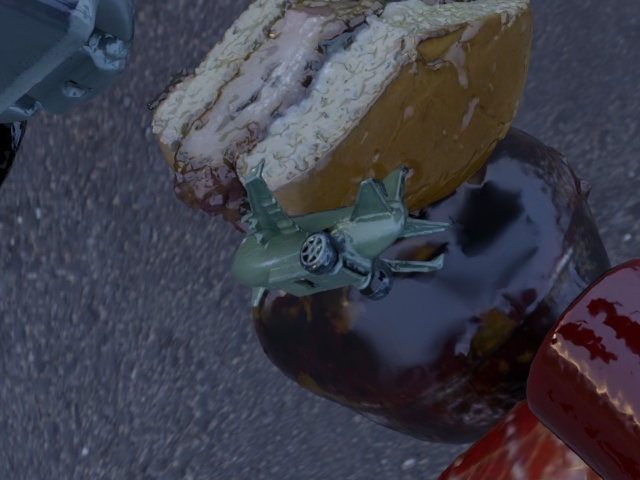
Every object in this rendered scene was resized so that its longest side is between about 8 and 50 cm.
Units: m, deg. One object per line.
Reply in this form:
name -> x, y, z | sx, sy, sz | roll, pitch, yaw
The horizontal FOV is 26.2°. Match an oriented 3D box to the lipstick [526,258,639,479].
lipstick -> 0.166, 0.102, 0.435 | 0.080, 0.080, 0.241 | -30, 52, -17

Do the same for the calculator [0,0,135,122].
calculator -> -0.189, -0.103, 0.523 | 0.246, 0.141, 0.045 | 20, 61, -31

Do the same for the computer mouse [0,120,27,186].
computer mouse -> -0.280, -0.087, 1.017 | 0.146, 0.077, 0.242 | 36, 49, -27

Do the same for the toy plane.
toy plane -> 0.000, 0.003, 0.429 | 0.080, 0.083, 0.033 | 24, 57, -38

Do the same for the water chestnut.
water chestnut -> 0.084, 0.009, 1.231 | 0.347, 0.335, 0.335 | 45, 66, -38

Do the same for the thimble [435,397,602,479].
thimble -> 0.246, 0.249, 1.000 | 0.350, 0.350, 0.230 | 46, 107, 3

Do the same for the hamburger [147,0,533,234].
hamburger -> 0.030, -0.103, 0.996 | 0.155, 0.245, 0.282 | 24, 80, 38
